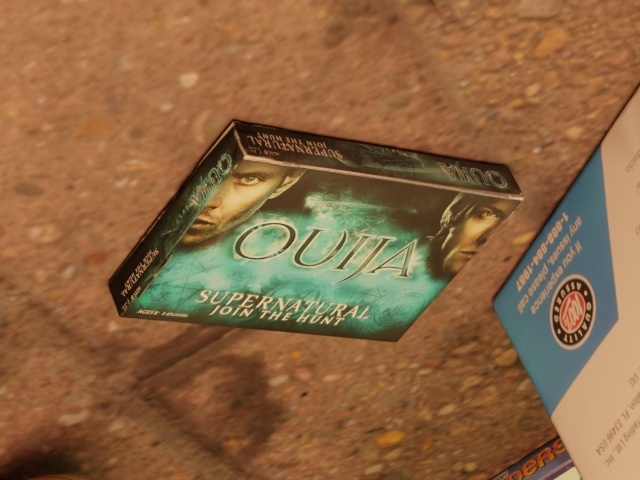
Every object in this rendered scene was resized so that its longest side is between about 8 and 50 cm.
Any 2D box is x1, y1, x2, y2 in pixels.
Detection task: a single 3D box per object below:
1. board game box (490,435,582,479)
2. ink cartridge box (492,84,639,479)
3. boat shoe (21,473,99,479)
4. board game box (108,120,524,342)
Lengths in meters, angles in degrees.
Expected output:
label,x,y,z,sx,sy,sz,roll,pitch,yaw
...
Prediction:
label,x,y,z,sx,sy,sz,roll,pitch,yaw
board game box,0.201,0.186,1.316,0.201,0.035,0.136,-35,112,16
ink cartridge box,0.284,0.094,0.973,0.166,0.395,0.285,-2,141,-30
boat shoe,-0.171,0.230,1.137,0.110,0.121,0.341,-3,151,-37
board game box,0.000,0.000,0.997,0.186,0.026,0.126,6,136,-38
